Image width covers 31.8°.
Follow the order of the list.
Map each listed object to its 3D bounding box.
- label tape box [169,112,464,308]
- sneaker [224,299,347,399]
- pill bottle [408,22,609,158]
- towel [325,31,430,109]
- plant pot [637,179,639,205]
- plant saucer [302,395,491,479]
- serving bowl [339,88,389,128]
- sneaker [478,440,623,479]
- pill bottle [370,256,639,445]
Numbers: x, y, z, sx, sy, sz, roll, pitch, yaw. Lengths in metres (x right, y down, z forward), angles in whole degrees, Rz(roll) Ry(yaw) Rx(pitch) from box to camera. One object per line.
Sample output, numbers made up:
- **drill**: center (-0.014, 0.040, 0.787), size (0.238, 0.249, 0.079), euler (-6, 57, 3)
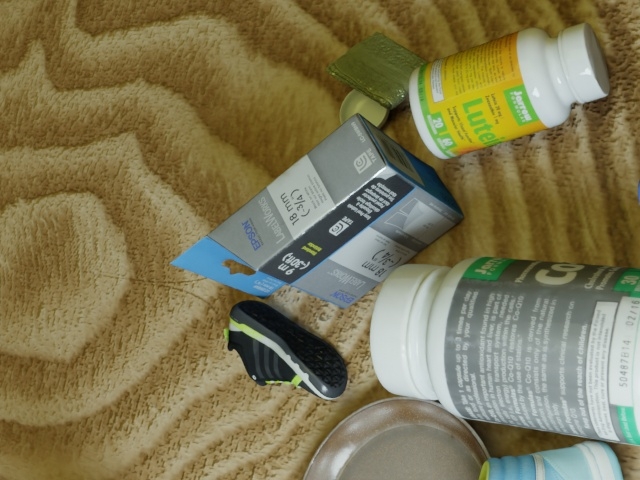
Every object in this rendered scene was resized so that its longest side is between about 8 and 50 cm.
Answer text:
- **label tape box**: center (0.000, 0.000, 1.546), size (0.334, 0.240, 0.106), euler (-38, 59, 17)
- **sneaker**: center (-0.053, 0.176, 1.633), size (0.235, 0.084, 0.097), euler (36, 118, 37)
- **pill bottle**: center (0.256, -0.206, 1.518), size (0.246, 0.136, 0.136), euler (-16, 65, 27)
- **towel**: center (0.091, -0.256, 1.687), size (0.110, 0.027, 0.148), euler (-40, 51, -19)
- **plant pot**: center (0.508, -0.055, 1.252), size (0.236, 0.236, 0.212), euler (41, 104, 35)
- **plant saucer**: center (0.104, 0.359, 1.454), size (0.310, 0.050, 0.310), euler (-17, 61, 33)
- **serving bowl**: center (0.071, -0.194, 1.699), size (0.083, 0.027, 0.083), euler (-11, 68, 29)
- **sneaker**: center (0.250, 0.387, 1.266), size (0.208, 0.127, 0.319), euler (0, 59, -7)
- **pill bottle**: center (0.255, 0.125, 1.358), size (0.361, 0.204, 0.204), euler (4, 75, 33)
